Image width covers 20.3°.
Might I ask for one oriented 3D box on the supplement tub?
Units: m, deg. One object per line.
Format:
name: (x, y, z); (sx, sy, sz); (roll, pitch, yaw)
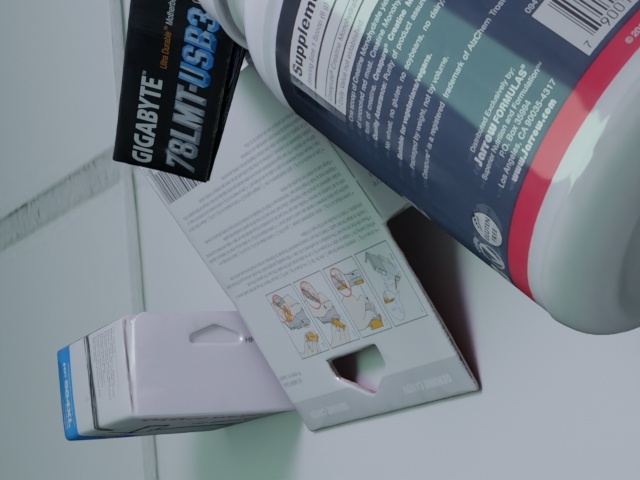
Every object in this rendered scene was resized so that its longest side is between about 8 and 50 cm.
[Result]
supplement tub: (0.087, -0.102, 0.840); (0.272, 0.191, 0.191); (40, 133, 28)

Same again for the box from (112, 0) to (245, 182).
box: (-0.048, -0.234, 1.071); (0.293, 0.073, 0.295); (106, 178, -59)

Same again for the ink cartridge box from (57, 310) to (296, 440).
ink cartridge box: (-0.121, 0.114, 1.492); (0.203, 0.148, 0.086); (155, 112, -65)

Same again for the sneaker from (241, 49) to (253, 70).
sneaker: (-0.020, -0.117, 1.356); (0.211, 0.080, 0.081); (7, 122, 65)

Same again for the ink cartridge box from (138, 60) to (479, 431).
ink cartridge box: (0.000, 0.000, 1.291); (0.261, 0.066, 0.296); (57, 155, -3)
